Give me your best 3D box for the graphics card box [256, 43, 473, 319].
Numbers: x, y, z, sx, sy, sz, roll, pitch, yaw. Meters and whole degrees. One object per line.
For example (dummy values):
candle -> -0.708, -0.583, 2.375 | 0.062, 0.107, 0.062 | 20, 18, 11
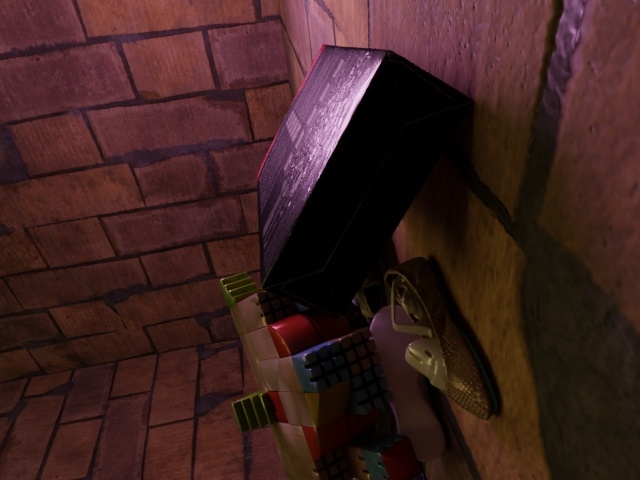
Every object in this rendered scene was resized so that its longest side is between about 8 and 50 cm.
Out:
graphics card box -> 0.011, -0.105, 0.561 | 0.233, 0.094, 0.371 | -60, 17, 16

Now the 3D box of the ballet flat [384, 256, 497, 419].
ballet flat -> 0.116, 0.102, 0.508 | 0.206, 0.067, 0.073 | -105, 7, -51

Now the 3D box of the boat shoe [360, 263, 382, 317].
boat shoe -> 0.098, 0.081, 0.903 | 0.045, 0.050, 0.136 | 166, 95, -71

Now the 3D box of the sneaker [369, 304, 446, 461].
sneaker -> 0.121, 0.202, 0.687 | 0.094, 0.080, 0.212 | 52, -155, -74

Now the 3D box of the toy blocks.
toy blocks -> -0.007, 0.197, 0.677 | 0.261, 0.190, 0.382 | -32, 76, 59

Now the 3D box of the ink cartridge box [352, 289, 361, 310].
ink cartridge box -> 0.079, 0.059, 1.065 | 0.224, 0.045, 0.224 | 103, 155, -77

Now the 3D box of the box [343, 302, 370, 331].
box -> 0.048, 0.223, 1.065 | 0.261, 0.103, 0.185 | -149, 38, -75

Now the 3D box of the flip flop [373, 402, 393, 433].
flip flop -> 0.124, 0.427, 1.099 | 0.112, 0.080, 0.277 | 32, 131, 30

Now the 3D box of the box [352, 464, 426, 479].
box -> 0.077, 0.468, 0.772 | 0.183, 0.232, 0.059 | -107, 5, -61
